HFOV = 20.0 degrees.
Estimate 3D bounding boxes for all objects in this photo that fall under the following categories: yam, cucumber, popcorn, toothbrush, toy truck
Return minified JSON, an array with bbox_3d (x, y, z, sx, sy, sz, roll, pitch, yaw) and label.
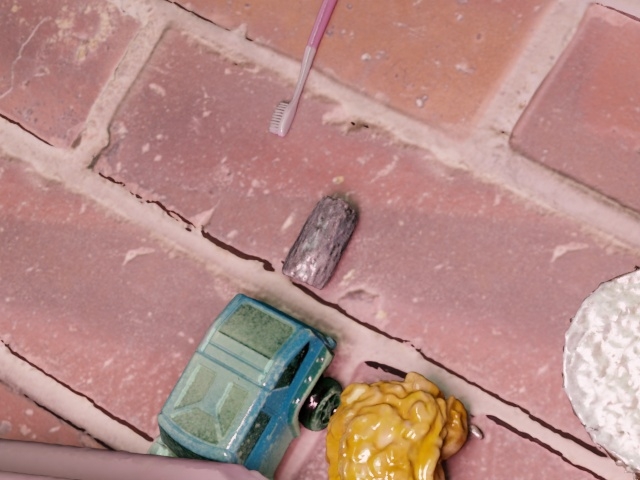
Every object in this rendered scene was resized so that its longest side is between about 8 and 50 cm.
[{"bbox_3d":[0.376,0.138,1.837,0.241,0.348,0.241,-3,82,23],"label":"yam"},{"bbox_3d":[-0.001,0.002,2.176,0.064,0.064,0.112,22,81,27],"label":"cucumber"},{"bbox_3d":[0.070,0.236,2.022,0.163,0.140,0.194,24,80,22],"label":"popcorn"},{"bbox_3d":[-0.005,-0.263,2.298,0.025,0.020,0.286,15,78,33],"label":"toothbrush"},{"bbox_3d":[-0.098,0.208,2.089,0.155,0.156,0.279,27,82,28],"label":"toy truck"}]

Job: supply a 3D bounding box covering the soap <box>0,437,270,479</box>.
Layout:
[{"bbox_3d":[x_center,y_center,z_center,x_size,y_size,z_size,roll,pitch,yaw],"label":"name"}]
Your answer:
[{"bbox_3d":[-0.268,0.409,1.988,0.435,0.213,0.350,5,99,31],"label":"soap"}]
